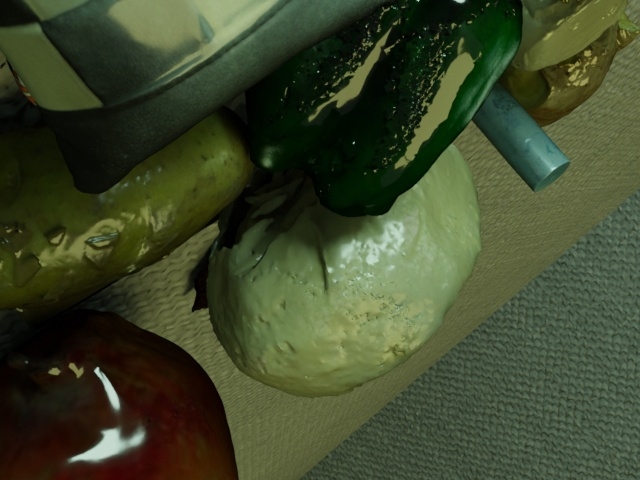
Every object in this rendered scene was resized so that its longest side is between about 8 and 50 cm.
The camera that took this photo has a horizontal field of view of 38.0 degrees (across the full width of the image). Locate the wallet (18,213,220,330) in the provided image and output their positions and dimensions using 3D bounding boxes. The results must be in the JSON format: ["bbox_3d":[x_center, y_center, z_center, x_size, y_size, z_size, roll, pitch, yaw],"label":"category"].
[{"bbox_3d":[-0.171,0.000,0.785,0.198,0.031,0.110,-32,162,-17],"label":"wallet"}]

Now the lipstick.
[{"bbox_3d":[0.183,-0.122,0.939,0.048,0.158,0.048,-34,162,-12],"label":"lipstick"}]

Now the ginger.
[{"bbox_3d":[0.253,-0.190,0.989,0.157,0.102,0.216,-31,170,-37],"label":"ginger"}]

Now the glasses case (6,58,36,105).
[{"bbox_3d":[-0.066,-0.166,0.494,0.267,0.067,0.103,-45,154,22],"label":"glasses case"}]

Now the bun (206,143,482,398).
[{"bbox_3d":[0.000,0.000,0.770,0.259,0.259,0.152,-39,119,7],"label":"bun"}]

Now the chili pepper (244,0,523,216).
[{"bbox_3d":[0.050,-0.150,0.600,0.261,0.165,0.174,-60,161,21],"label":"chili pepper"}]

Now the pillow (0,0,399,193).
[{"bbox_3d":[-0.085,-0.150,0.369,0.186,0.106,0.250,-33,132,-2],"label":"pillow"}]

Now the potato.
[{"bbox_3d":[-0.144,-0.026,0.606,0.251,0.113,0.149,-18,-178,-37],"label":"potato"}]

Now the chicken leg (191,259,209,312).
[{"bbox_3d":[-0.052,0.007,0.987,0.234,0.063,0.105,-35,158,0],"label":"chicken leg"}]

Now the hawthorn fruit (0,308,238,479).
[{"bbox_3d":[-0.222,0.223,0.883,0.308,0.324,0.308,-6,-171,1],"label":"hawthorn fruit"}]

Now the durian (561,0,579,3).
[{"bbox_3d":[0.256,-0.258,0.685,0.237,0.138,0.193,136,-28,-82],"label":"durian"}]

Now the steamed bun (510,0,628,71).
[{"bbox_3d":[0.213,-0.219,0.857,0.130,0.091,0.112,-36,160,6],"label":"steamed bun"}]
